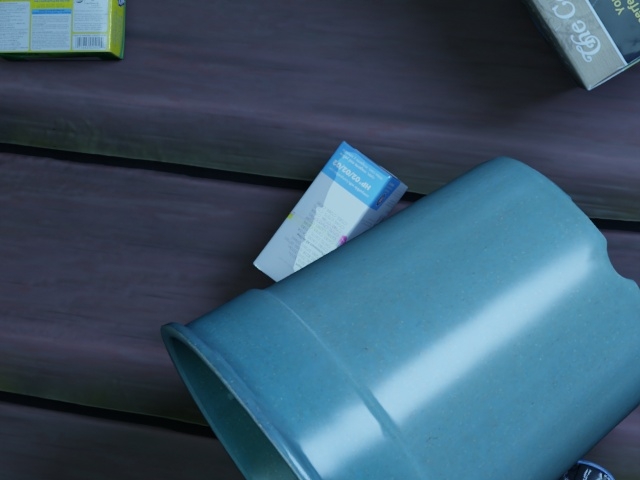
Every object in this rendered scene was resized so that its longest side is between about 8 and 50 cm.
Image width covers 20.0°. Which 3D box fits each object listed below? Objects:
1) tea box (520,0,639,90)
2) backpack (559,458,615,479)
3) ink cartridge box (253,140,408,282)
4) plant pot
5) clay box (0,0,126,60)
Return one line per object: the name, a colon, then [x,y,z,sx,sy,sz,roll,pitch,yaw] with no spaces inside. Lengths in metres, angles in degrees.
tea box: [0.281,-0.353,1.602,0.323,0.220,0.329,-31,92,7]
backpack: [0.225,0.256,1.666,0.105,0.084,0.114,10,90,14]
ink cartridge box: [0.000,0.000,1.721,0.061,0.104,0.181,37,94,12]
plant pot: [0.095,0.121,1.572,0.334,0.341,0.341,-34,79,-12]
clay box: [-0.260,-0.294,1.823,0.127,0.053,0.222,1,85,12]
